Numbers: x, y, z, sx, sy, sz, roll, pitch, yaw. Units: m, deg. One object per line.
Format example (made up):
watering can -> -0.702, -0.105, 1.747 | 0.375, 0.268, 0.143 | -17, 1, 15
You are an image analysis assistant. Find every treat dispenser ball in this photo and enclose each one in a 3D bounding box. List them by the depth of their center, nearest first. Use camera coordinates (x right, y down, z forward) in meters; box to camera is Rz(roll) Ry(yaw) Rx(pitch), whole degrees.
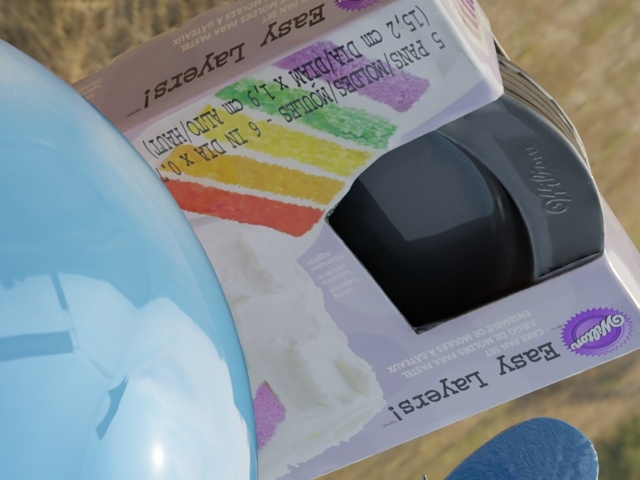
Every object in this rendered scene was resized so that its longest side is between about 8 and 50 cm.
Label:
treat dispenser ball -> -0.161, 0.068, 0.467 | 0.288, 0.288, 0.288 | -36, 166, -10

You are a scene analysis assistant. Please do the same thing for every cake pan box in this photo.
cake pan box -> 0.000, 0.000, 0.788 | 0.267, 0.070, 0.245 | -23, 131, 19

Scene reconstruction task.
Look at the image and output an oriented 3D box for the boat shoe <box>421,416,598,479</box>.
boat shoe -> 0.076, 0.219, 1.039 | 0.258, 0.109, 0.089 | -49, 169, -11
